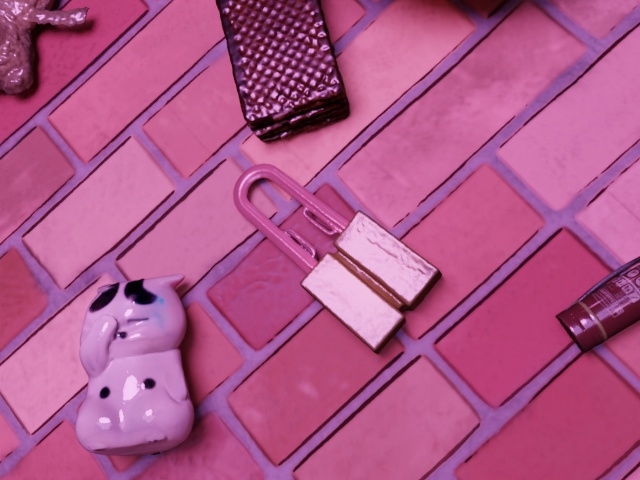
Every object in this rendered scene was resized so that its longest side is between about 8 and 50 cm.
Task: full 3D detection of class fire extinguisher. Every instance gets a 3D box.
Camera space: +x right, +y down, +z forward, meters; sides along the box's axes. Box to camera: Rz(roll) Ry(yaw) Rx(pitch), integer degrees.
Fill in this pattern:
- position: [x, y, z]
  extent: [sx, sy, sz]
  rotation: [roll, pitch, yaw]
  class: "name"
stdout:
- position: [0.294, 0.044, 0.610]
  extent: [0.158, 0.043, 0.064]
  rotation: [-32, 32, 3]
  class: "fire extinguisher"

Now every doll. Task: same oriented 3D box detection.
- position: [-0.347, -0.309, 0.799]
  extent: [0.286, 0.091, 0.202]
  rotation: [-41, 85, -9]
  class: "doll"
- position: [-0.182, 0.122, 0.657]
  extent: [0.111, 0.107, 0.180]
  rotation: [-7, 78, 2]
  class: "doll"

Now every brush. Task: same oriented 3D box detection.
- position: [0.000, 0.000, 0.676]
  extent: [0.233, 0.047, 0.103]
  rotation: [40, 89, 17]
  class: "brush"

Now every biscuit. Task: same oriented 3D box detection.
- position: [-0.065, -0.301, 0.739]
  extent: [0.107, 0.073, 0.388]
  rotation: [-16, 76, 7]
  class: "biscuit"
